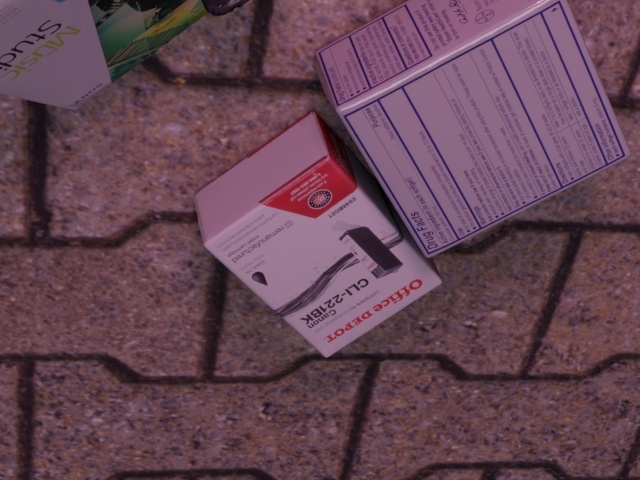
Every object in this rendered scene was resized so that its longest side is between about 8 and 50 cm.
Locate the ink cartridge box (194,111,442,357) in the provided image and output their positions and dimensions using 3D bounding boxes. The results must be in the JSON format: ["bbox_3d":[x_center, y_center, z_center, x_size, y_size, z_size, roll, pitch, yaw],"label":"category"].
[{"bbox_3d":[0.000,0.000,1.541,0.197,0.114,0.273,-34,128,14],"label":"ink cartridge box"}]

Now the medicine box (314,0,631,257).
[{"bbox_3d":[0.183,-0.165,1.431,0.289,0.149,0.263,-27,128,9],"label":"medicine box"}]

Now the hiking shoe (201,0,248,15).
[{"bbox_3d":[-0.075,-0.347,1.256,0.114,0.086,0.226,34,86,-16],"label":"hiking shoe"}]

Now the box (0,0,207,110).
[{"bbox_3d":[-0.253,-0.233,1.211,0.232,0.058,0.322,-34,171,14],"label":"box"}]
